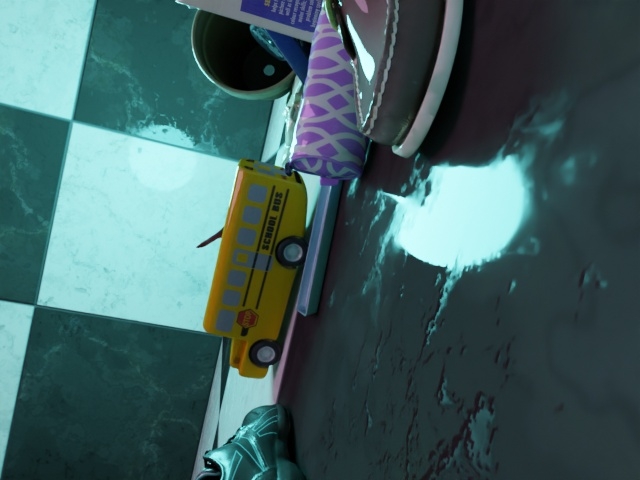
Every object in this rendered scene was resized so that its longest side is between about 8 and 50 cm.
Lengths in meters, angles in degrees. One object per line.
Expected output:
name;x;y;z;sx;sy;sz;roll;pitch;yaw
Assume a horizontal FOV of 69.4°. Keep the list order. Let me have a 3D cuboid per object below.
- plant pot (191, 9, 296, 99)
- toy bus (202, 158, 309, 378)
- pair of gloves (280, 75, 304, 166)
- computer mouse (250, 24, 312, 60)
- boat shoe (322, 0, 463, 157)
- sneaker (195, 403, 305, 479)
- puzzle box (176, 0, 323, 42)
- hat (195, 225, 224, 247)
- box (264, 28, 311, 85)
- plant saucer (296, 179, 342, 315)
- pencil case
plant pot;-0.178;-0.548;1.363;0.280;0.323;0.323;-3;-75;-86
toy bus;-0.102;0.050;0.737;0.108;0.130;0.332;-111;35;-69
pair of gloves;-0.072;-0.336;1.197;0.204;0.042;0.240;123;155;-59
computer mouse;-0.092;-0.495;1.089;0.072;0.188;0.272;-52;21;2
boat shoe;0.050;-0.214;0.383;0.116;0.097;0.324;128;152;-63
sneaker;-0.086;0.253;0.531;0.267;0.106;0.101;172;109;-79
puzzle box;-0.024;-0.470;0.562;0.052;0.272;0.408;-46;-25;-64
hat;-0.184;-0.087;1.117;0.173;0.184;0.208;128;152;-63
box;-0.051;-0.351;0.827;0.036;0.225;0.136;-28;39;15
plant saucer;0.000;0.000;0.592;0.067;0.018;0.192;172;111;-77
pencil case;0.024;-0.162;0.504;0.088;0.086;0.206;30;-108;-74
